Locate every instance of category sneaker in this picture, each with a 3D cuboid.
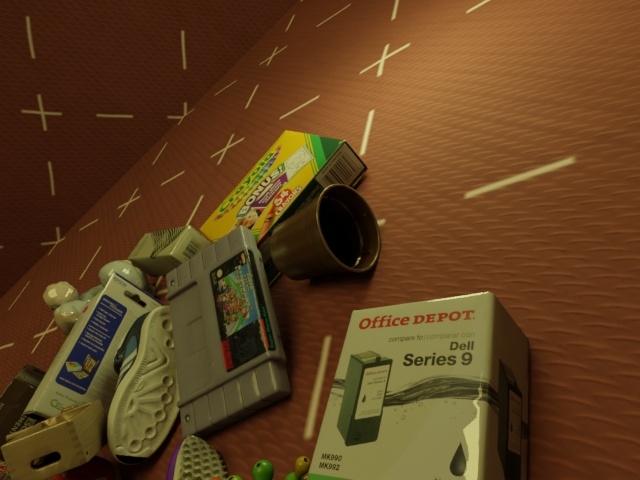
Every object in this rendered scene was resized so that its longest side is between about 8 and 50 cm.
[{"bbox_3d":[-0.390,0.311,1.015,0.236,0.130,0.322,-34,43,49],"label":"sneaker"},{"bbox_3d":[-0.220,0.438,0.680,0.146,0.102,0.293,-36,34,14],"label":"sneaker"}]

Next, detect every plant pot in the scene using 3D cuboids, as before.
[{"bbox_3d":[0.000,0.000,0.891,0.165,0.167,0.166,-24,37,43],"label":"plant pot"}]

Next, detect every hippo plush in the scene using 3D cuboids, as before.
[{"bbox_3d":[-0.585,0.186,1.316,0.237,0.234,0.294,-35,-13,-17],"label":"hippo plush"}]

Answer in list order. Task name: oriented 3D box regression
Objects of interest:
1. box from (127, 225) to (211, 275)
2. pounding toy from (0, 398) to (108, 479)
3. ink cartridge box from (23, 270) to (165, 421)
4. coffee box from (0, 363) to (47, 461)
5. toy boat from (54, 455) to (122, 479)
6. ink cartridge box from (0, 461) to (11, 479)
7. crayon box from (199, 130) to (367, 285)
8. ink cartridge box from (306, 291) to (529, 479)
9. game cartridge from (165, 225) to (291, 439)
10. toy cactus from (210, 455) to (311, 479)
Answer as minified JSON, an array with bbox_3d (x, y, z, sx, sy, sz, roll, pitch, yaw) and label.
[{"bbox_3d":[-0.453,0.035,1.387,0.275,0.094,0.113,-7,48,43],"label":"box"},{"bbox_3d":[-0.504,0.387,0.894,0.181,0.094,0.206,-21,-2,-5],"label":"pounding toy"},{"bbox_3d":[-0.523,0.272,1.124,0.069,0.176,0.370,-20,40,34],"label":"ink cartridge box"},{"bbox_3d":[-0.776,0.435,1.205,0.168,0.119,0.297,-59,19,-20],"label":"coffee box"},{"bbox_3d":[-0.455,0.490,0.831,0.151,0.151,0.231,-43,33,1],"label":"toy boat"},{"bbox_3d":[-0.743,0.548,1.104,0.063,0.115,0.029,4,86,11],"label":"ink cartridge box"},{"bbox_3d":[-0.107,-0.097,1.145,0.363,0.106,0.313,-50,34,-7],"label":"crayon box"},{"bbox_3d":[0.115,0.219,0.542,0.211,0.121,0.289,-15,43,38],"label":"ink cartridge box"},{"bbox_3d":[-0.191,0.163,0.895,0.230,0.068,0.354,-34,54,22],"label":"game cartridge"},{"bbox_3d":[-0.070,0.384,0.604,0.219,0.112,0.180,-21,58,28],"label":"toy cactus"}]
